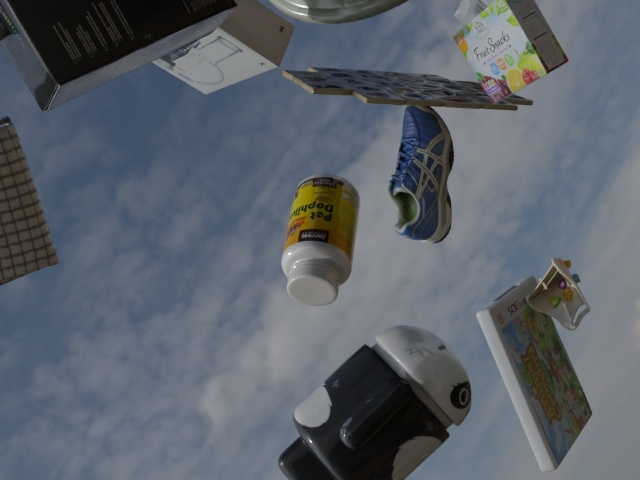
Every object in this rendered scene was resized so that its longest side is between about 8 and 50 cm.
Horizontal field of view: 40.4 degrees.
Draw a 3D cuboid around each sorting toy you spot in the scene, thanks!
[{"bbox_3d":[0.312,0.073,1.113,0.045,0.075,0.083,-10,-36,-27],"label":"sorting toy"}]

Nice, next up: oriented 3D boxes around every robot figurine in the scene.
[{"bbox_3d":[0.078,0.243,1.180,0.278,0.209,0.173,-43,-67,-3],"label":"robot figurine"}]

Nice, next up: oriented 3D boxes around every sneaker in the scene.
[{"bbox_3d":[0.144,-0.101,1.281,0.081,0.080,0.211,-2,-95,-38],"label":"sneaker"}]

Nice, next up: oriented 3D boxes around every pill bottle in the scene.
[{"bbox_3d":[0.000,0.000,1.452,0.117,0.117,0.215,90,-174,-51],"label":"pill bottle"}]

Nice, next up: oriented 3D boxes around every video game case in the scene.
[{"bbox_3d":[0.284,0.165,1.135,0.023,0.212,0.193,-23,-1,32],"label":"video game case"}]

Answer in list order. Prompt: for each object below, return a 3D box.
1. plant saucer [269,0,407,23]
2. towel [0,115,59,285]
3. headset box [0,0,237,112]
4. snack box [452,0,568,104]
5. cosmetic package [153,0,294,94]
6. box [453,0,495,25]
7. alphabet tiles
[{"bbox_3d":[0.055,-0.504,1.246,0.400,0.400,0.100,-52,-37,-1],"label":"plant saucer"},{"bbox_3d":[-0.552,-0.035,1.262,0.283,0.121,0.235,-18,-66,-18],"label":"towel"},{"bbox_3d":[-0.297,-0.331,1.103,0.283,0.246,0.131,-33,7,-25],"label":"headset box"},{"bbox_3d":[0.217,-0.224,1.010,0.037,0.100,0.141,-30,2,-15],"label":"snack box"},{"bbox_3d":[-0.277,-0.411,1.543,0.377,0.284,0.097,28,-109,-30],"label":"cosmetic package"},{"bbox_3d":[0.366,-0.500,1.726,0.170,0.091,0.130,-42,-12,-27],"label":"box"},{"bbox_3d":[0.127,-0.229,1.305,0.342,0.285,0.011,0,-71,-18],"label":"alphabet tiles"}]
